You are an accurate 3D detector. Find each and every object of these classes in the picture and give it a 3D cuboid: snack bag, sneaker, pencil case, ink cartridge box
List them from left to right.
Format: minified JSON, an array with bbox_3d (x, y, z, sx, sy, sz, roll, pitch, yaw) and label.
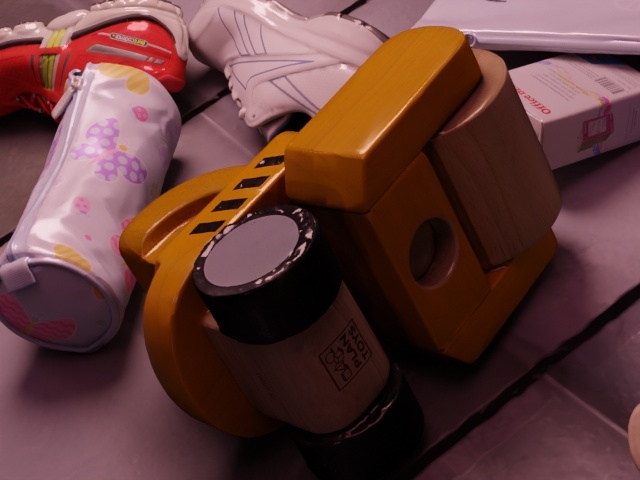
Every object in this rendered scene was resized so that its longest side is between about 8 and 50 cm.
[{"bbox_3d":[-0.257,-0.154,1.413,0.279,0.107,0.118,-15,74,23],"label":"sneaker"},{"bbox_3d":[-0.200,-0.034,1.245,0.113,0.124,0.273,-6,45,16],"label":"pencil case"},{"bbox_3d":[-0.042,-0.153,1.320,0.297,0.111,0.129,24,82,49],"label":"sneaker"},{"bbox_3d":[0.205,-0.111,1.190,0.122,0.052,0.088,-17,38,-24],"label":"ink cartridge box"},{"bbox_3d":[0.283,-0.249,1.306,0.323,0.037,0.342,6,39,26],"label":"snack bag"}]

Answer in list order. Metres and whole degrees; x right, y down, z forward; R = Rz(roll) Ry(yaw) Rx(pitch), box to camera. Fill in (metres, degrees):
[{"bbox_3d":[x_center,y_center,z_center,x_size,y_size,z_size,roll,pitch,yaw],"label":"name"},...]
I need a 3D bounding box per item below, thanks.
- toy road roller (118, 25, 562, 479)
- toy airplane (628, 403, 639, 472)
[{"bbox_3d":[0.000,0.000,1.079,0.240,0.202,0.329,13,52,46],"label":"toy road roller"},{"bbox_3d":[0.417,0.102,0.743,0.386,0.272,0.384,43,107,16],"label":"toy airplane"}]
